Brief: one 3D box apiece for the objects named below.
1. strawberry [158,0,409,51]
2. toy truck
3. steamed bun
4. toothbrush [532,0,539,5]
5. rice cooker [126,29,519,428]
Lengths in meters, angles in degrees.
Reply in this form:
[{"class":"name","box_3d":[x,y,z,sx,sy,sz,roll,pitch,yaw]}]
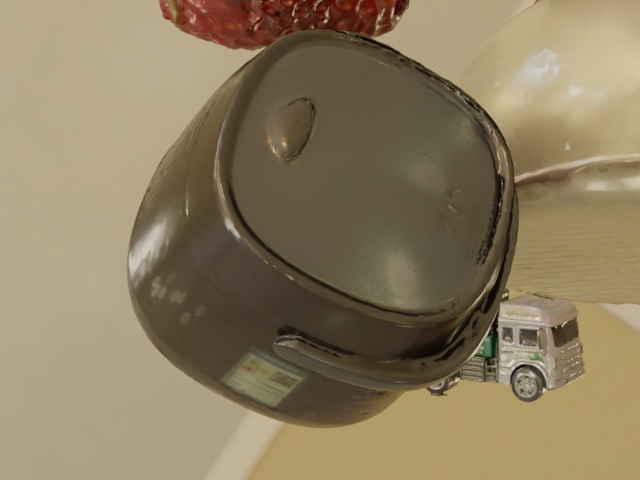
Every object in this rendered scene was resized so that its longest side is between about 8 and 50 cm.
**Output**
[{"class":"strawberry","box_3d":[-0.023,-0.259,1.522,0.244,0.205,0.205,16,13,-25]},{"class":"toy truck","box_3d":[0.169,0.099,1.756,0.216,0.116,0.110,3,12,33]},{"class":"steamed bun","box_3d":[0.278,-0.093,1.406,0.374,0.241,0.374,-1,-19,0]},{"class":"toothbrush","box_3d":[0.259,-0.278,1.896,0.024,0.288,0.026,19,24,-23]},{"class":"rice cooker","box_3d":[0.000,0.000,1.172,0.267,0.267,0.224,33,-35,-5]}]
